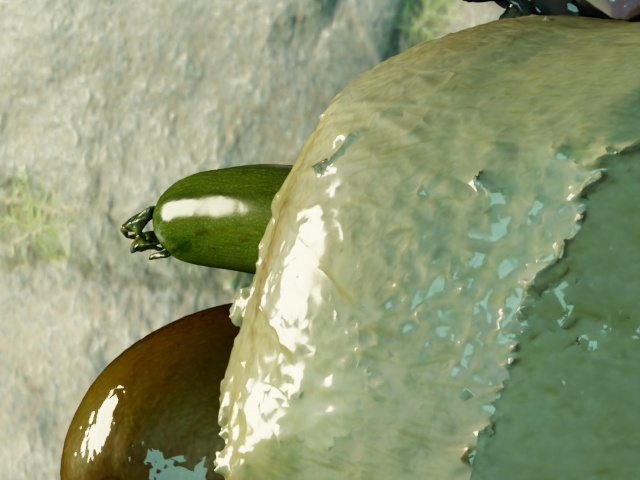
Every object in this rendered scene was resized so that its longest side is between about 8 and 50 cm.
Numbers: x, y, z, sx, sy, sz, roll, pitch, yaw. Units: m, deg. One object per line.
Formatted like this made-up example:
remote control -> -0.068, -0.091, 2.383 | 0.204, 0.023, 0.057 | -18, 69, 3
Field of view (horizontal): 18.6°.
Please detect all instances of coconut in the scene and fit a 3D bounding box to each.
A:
coconut -> 0.129, 0.067, 0.891 | 0.360, 0.346, 0.346 | -3, 84, 45

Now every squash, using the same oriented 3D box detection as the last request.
squash -> 0.000, -0.002, 1.181 | 0.318, 0.071, 0.080 | 15, 134, 37

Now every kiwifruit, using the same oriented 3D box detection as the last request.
kiwifruit -> -0.035, 0.127, 1.089 | 0.196, 0.234, 0.196 | 6, 99, 43

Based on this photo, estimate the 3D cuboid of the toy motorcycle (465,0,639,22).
toy motorcycle -> 0.108, -0.220, 1.065 | 0.188, 0.143, 0.327 | -45, 67, 27
